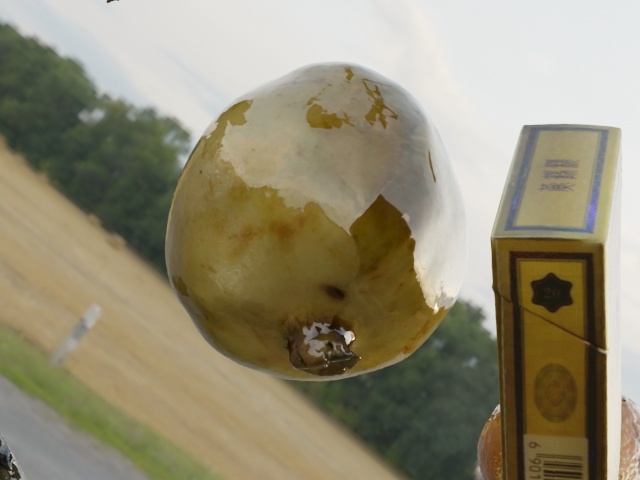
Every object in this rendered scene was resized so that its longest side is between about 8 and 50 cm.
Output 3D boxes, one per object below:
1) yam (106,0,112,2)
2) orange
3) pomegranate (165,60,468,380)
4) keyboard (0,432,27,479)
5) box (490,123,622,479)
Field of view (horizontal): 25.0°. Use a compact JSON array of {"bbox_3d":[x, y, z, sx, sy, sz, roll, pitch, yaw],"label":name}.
[{"bbox_3d":[-0.218,-0.321,1.435,0.128,0.129,0.238,65,-6,-24],"label":"yam"},{"bbox_3d":[0.263,0.235,1.544,0.193,0.161,0.193,-3,-4,0],"label":"orange"},{"bbox_3d":[0.001,-0.018,1.309,0.307,0.307,0.307,39,-5,4],"label":"pomegranate"},{"bbox_3d":[-0.196,0.116,0.820,0.106,0.027,0.317,30,-35,56],"label":"keyboard"},{"bbox_3d":[0.186,0.085,1.104,0.084,0.301,0.193,1,28,13],"label":"box"}]
